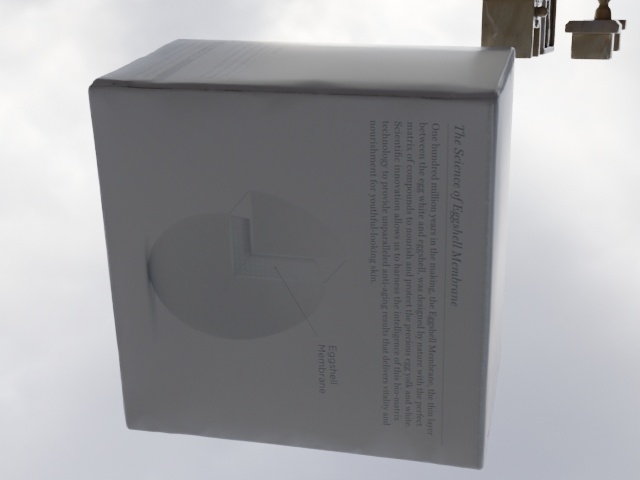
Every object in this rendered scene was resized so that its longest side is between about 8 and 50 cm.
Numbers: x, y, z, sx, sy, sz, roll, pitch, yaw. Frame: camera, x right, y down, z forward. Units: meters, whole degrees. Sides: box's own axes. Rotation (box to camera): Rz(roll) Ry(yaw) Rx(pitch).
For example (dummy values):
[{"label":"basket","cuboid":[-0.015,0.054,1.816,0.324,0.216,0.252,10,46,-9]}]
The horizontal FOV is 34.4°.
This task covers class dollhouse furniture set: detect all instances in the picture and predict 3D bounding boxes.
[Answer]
[{"label":"dollhouse furniture set","cuboid":[0.351,-0.259,0.969,0.356,0.173,0.303,4,-167,19]}]

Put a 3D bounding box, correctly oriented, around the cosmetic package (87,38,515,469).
[{"label":"cosmetic package","cuboid":[0.000,0.000,0.634,0.225,0.224,0.138,5,-157,15]}]
